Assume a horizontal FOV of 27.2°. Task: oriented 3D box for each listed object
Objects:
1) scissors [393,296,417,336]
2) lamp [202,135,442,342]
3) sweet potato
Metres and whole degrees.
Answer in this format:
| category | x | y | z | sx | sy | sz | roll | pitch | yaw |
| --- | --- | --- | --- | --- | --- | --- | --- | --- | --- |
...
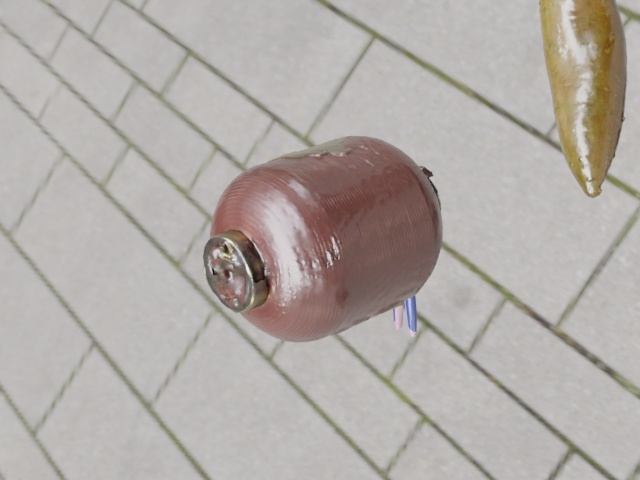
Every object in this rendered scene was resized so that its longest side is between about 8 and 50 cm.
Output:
| category | x | y | z | sx | sy | sz | roll | pitch | yaw |
| --- | --- | --- | --- | --- | --- | --- | --- | --- | --- |
| scissors | 0.098 | 0.057 | 1.554 | 0.039 | 0.012 | 0.113 | 24 | 123 | 52 |
| lamp | 0.000 | 0.000 | 1.228 | 0.180 | 0.258 | 0.180 | 27 | 127 | 42 |
| sweet potato | 0.250 | -0.216 | 1.237 | 0.108 | 0.079 | 0.346 | -145 | 52 | -80 |
